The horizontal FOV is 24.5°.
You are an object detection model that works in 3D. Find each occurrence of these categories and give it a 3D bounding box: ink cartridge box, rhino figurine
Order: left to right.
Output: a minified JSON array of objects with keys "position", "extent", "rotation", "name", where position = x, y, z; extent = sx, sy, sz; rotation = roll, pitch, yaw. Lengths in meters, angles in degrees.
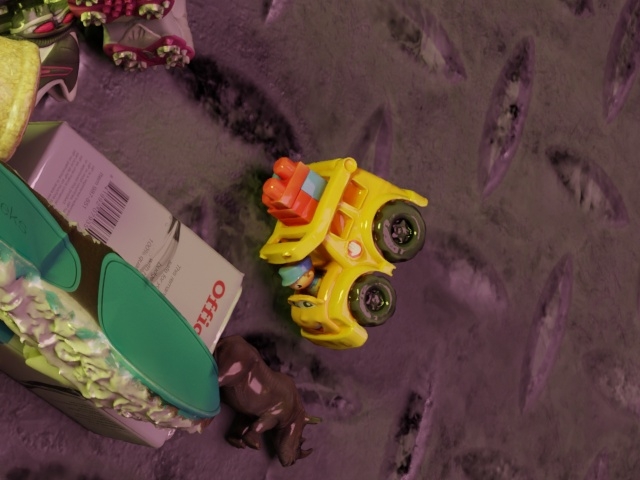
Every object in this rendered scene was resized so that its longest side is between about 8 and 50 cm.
[{"position":[-0.256,0.051,1.572],"extent":[0.307,0.129,0.223],"rotation":[43,62,-38],"name":"ink cartridge box"},{"position":[-0.073,0.205,1.817],"extent":[0.243,0.073,0.106],"rotation":[45,64,-40],"name":"rhino figurine"}]

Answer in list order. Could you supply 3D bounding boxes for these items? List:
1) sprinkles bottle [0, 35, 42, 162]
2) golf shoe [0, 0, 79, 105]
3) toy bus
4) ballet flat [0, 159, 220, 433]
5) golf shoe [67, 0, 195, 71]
[{"position":[-0.432,-0.168,1.296],"extent":[0.355,0.121,0.121],"rotation":[16,80,-24],"name":"sprinkles bottle"},{"position":[-0.345,-0.164,1.489],"extent":[0.273,0.105,0.120],"rotation":[-29,118,-42],"name":"golf shoe"},{"position":[0.000,0.000,1.843],"extent":[0.211,0.149,0.220],"rotation":[32,71,-29],"name":"toy bus"},{"position":[-0.257,0.053,1.394],"extent":[0.409,0.147,0.147],"rotation":[48,59,-35],"name":"ballet flat"},{"position":[-0.201,-0.284,1.561],"extent":[0.306,0.115,0.140],"rotation":[86,3,-77],"name":"golf shoe"}]
